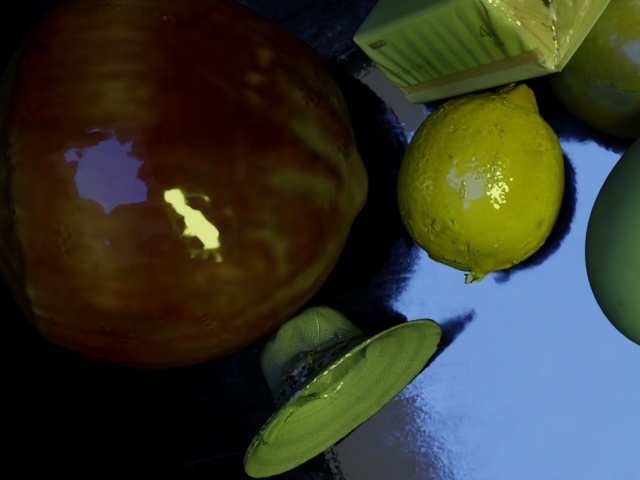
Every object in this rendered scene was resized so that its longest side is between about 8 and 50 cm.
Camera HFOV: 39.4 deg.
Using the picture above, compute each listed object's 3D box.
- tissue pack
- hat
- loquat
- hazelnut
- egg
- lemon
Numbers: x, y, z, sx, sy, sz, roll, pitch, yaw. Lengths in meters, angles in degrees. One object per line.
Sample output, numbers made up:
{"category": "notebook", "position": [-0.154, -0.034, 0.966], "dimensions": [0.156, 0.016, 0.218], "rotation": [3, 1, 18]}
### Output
{"category": "tissue pack", "position": [0.161, -0.235, 0.869], "dimensions": [0.125, 0.234, 0.159], "rotation": [41, 74, -21]}
{"category": "hat", "position": [-0.002, 0.129, 0.943], "dimensions": [0.252, 0.252, 0.110], "rotation": [-45, 65, 13]}
{"category": "loquat", "position": [0.315, -0.172, 0.878], "dimensions": [0.195, 0.152, 0.152], "rotation": [19, 94, 16]}
{"category": "hazelnut", "position": [-0.156, -0.070, 0.945], "dimensions": [0.420, 0.353, 0.421], "rotation": [-8, 58, 13]}
{"category": "egg", "position": [0.351, -0.011, 0.808], "dimensions": [0.203, 0.203, 0.283], "rotation": [33, 142, 18]}
{"category": "lemon", "position": [0.165, -0.062, 0.916], "dimensions": [0.173, 0.173, 0.206], "rotation": [25, 96, 19]}
